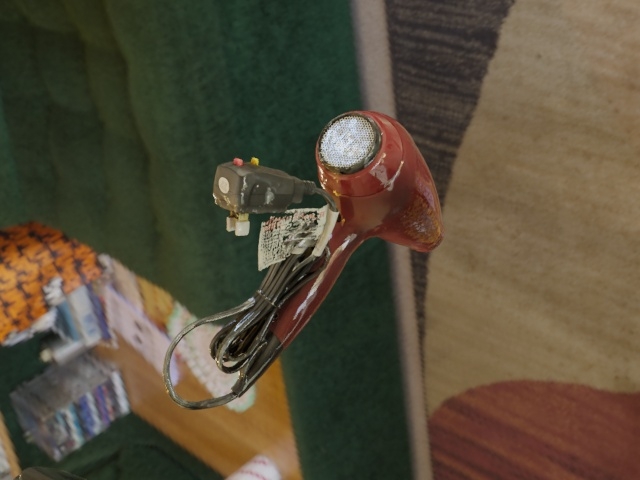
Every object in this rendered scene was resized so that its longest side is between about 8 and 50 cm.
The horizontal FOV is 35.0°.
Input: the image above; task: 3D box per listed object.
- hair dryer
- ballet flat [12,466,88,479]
[{"bbox_3d":[0.000,0.000,0.803,0.080,0.293,0.223,43,130,31],"label":"hair dryer"},{"bbox_3d":[-0.052,0.144,0.388,0.173,0.057,0.049,28,97,6],"label":"ballet flat"}]
